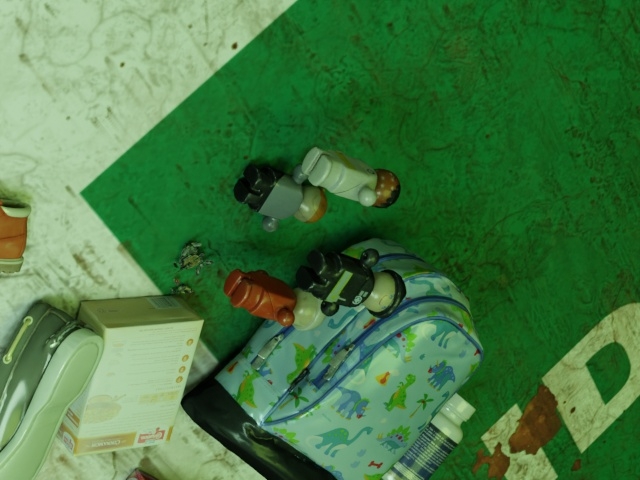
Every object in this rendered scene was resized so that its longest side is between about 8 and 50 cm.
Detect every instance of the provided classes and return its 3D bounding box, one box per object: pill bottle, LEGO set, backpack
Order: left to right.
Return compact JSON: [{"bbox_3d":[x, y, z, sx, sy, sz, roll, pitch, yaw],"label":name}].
[{"bbox_3d":[-0.166,0.031,1.859,0.054,0.023,0.083,15,121,-43],"label":"LEGO set"},{"bbox_3d":[0.042,0.171,1.991,0.355,0.273,0.290,-55,133,-14],"label":"backpack"},{"bbox_3d":[0.156,0.299,2.264,0.169,0.094,0.094,-50,138,0],"label":"pill bottle"}]

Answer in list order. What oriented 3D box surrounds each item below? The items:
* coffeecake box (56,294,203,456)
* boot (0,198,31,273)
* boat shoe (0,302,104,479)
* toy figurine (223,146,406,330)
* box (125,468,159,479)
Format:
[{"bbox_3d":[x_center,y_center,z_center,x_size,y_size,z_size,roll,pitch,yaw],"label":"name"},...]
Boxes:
[{"bbox_3d":[-0.240,0.166,1.850,0.142,0.068,0.185,-3,120,-40],"label":"coffeecake box"},{"bbox_3d":[-0.382,-0.013,1.616,0.158,0.059,0.084,2,114,-51],"label":"boot"},{"bbox_3d":[-0.367,0.216,1.761,0.305,0.091,0.109,-58,161,9],"label":"boat shoe"},{"bbox_3d":[0.000,0.000,1.816,0.148,0.213,0.209,18,67,-39],"label":"toy figurine"},{"bbox_3d":[-0.188,0.430,2.040,0.128,0.123,0.257,-49,138,0],"label":"box"}]
